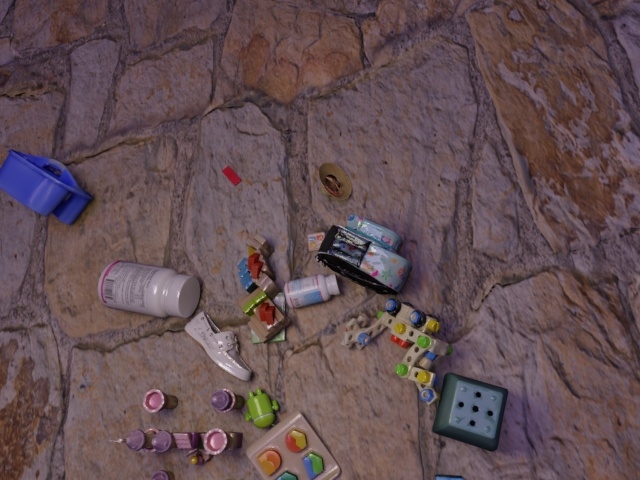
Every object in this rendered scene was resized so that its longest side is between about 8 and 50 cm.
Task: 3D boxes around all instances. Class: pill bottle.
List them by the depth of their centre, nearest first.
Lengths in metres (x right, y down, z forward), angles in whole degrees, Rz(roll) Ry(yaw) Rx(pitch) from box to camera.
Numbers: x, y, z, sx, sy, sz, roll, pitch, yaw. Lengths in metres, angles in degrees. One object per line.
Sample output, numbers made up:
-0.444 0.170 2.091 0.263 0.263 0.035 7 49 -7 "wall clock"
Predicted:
-0.023 0.151 1.524 0.160 0.087 0.087 -14 68 7 "pill bottle"
-0.544 0.159 1.596 0.283 0.160 0.160 8 72 15 "pill bottle"

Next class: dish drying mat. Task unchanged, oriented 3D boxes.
-0.315 -0.229 1.770 0.032 0.008 0.083 -41 66 -5 "dish drying mat"

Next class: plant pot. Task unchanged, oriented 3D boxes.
0.382 0.428 1.254 0.166 0.234 0.165 13 74 16 "plant pot"

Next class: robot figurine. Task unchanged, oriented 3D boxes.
-0.173 0.489 1.445 0.101 0.067 0.115 -20 67 -8 "robot figurine"

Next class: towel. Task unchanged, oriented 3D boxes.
-0.163 0.243 1.560 0.113 0.023 0.151 -7 71 12 "towel"

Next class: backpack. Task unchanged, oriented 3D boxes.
0.144 0.049 1.452 0.254 0.225 0.191 31 85 17 "backpack"

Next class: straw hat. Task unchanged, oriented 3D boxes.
0.032 -0.182 1.644 0.061 0.145 0.144 -39 58 44 "straw hat"

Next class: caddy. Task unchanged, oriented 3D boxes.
-0.980 -0.205 1.785 0.341 0.241 0.179 30 85 20 "caddy"

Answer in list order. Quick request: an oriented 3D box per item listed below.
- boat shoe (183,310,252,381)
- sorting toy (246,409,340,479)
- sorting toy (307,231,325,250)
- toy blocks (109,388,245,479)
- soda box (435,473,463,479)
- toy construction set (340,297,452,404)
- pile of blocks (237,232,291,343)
-0.298 0.315 1.519 0.277 0.098 0.096 37 82 23 "boat shoe"
-0.079 0.612 1.383 0.193 0.038 0.208 -38 75 -2 "sorting toy"
0.000 0.000 1.614 0.083 0.012 0.061 -9 68 10 "sorting toy"
-0.374 0.562 1.359 0.289 0.260 0.308 -4 70 10 "toy blocks"
0.329 0.707 1.255 0.071 0.067 0.209 -2 71 12 "soda box"
0.219 0.283 1.384 0.328 0.151 0.214 23 91 40 "toy construction set"
-0.205 0.129 1.538 0.149 0.112 0.362 -19 61 5 "pile of blocks"
